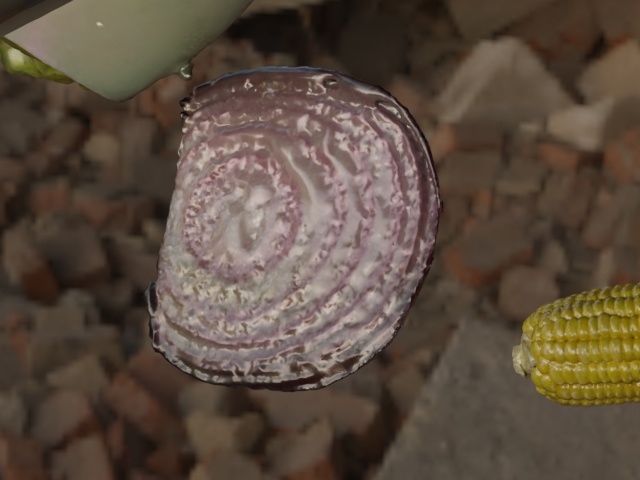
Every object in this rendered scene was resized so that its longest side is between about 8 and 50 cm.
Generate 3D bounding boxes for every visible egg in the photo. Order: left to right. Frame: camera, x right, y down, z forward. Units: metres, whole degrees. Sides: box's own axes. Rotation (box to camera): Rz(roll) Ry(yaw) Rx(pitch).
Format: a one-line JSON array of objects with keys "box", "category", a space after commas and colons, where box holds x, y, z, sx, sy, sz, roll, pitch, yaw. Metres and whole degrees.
[{"box": [-0.119, -0.231, 1.002, 0.206, 0.162, 0.271, -29, 54, 22], "category": "egg"}]

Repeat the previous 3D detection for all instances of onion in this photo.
[{"box": [0.000, 0.000, 1.461, 0.247, 0.250, 0.111, 2, -15, 32], "category": "onion"}]

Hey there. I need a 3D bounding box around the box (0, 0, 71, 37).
[{"box": [-0.185, -0.059, 0.310, 0.341, 0.143, 0.225, -29, 1, -18], "category": "box"}]

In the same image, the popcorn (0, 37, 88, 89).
[{"box": [-0.185, -0.210, 1.444, 0.198, 0.198, 0.212, 7, -6, 5], "category": "popcorn"}]

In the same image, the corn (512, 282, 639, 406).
[{"box": [0.206, 0.050, 1.041, 0.206, 0.067, 0.067, -10, 24, 15], "category": "corn"}]
